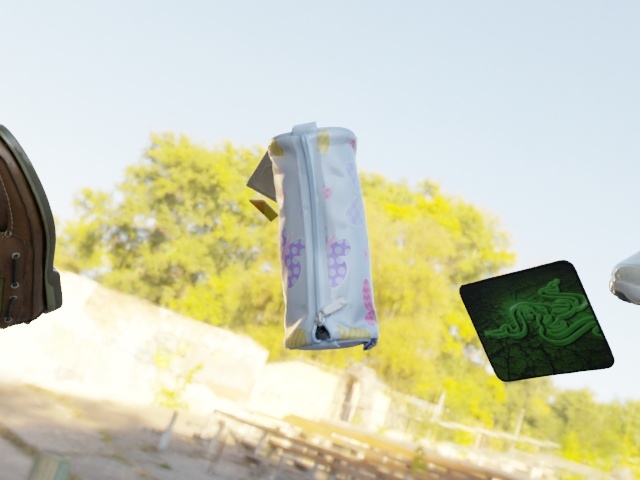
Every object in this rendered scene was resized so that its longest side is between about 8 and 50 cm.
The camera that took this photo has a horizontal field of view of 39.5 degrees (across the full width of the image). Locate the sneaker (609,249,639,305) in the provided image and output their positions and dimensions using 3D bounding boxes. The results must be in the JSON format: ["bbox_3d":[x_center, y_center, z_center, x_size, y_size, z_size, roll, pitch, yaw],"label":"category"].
[{"bbox_3d":[0.379,-0.027,0.802,0.292,0.118,0.110,-23,10,-14],"label":"sneaker"}]

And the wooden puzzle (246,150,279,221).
[{"bbox_3d":[-0.059,-0.087,1.252,0.078,0.116,0.014,34,19,-21],"label":"wooden puzzle"}]

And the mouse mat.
[{"bbox_3d":[0.279,0.111,1.173,0.189,0.152,0.007,-20,7,46],"label":"mouse mat"}]

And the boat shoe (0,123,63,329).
[{"bbox_3d":[-0.405,0.000,1.140,0.111,0.104,0.307,38,-38,36],"label":"boat shoe"}]

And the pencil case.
[{"bbox_3d":[0.000,0.000,1.074,0.113,0.273,0.124,-9,-9,24],"label":"pencil case"}]
